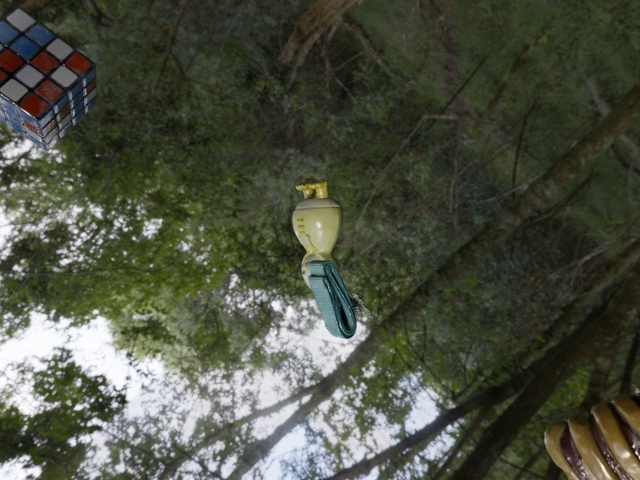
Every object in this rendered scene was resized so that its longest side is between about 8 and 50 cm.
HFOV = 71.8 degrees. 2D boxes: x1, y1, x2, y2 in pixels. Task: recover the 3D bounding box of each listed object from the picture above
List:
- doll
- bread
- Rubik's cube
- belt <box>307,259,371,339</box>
[{"bbox_3d":[-0.008,0.001,1.090,0.141,0.296,0.117,-2,176,42],"label":"doll"},{"bbox_3d":[0.429,0.270,0.583,0.134,0.225,0.081,56,-157,15],"label":"bread"},{"bbox_3d":[-0.317,-0.173,0.488,0.092,0.092,0.092,37,156,-14],"label":"Rubik's cube"},{"bbox_3d":[0.035,0.110,0.897,0.065,0.100,0.179,1,121,43],"label":"belt"}]
